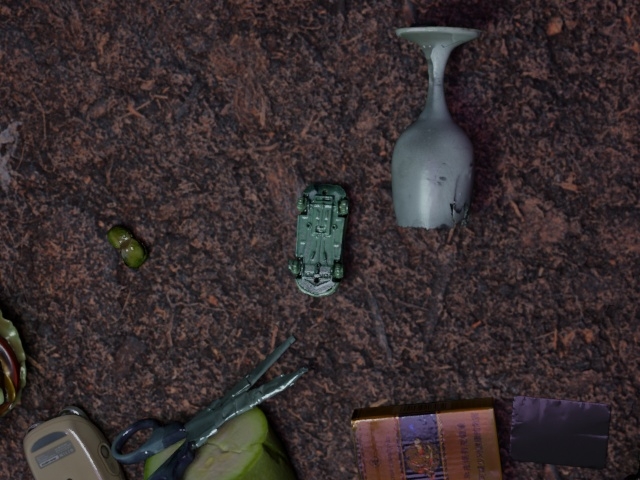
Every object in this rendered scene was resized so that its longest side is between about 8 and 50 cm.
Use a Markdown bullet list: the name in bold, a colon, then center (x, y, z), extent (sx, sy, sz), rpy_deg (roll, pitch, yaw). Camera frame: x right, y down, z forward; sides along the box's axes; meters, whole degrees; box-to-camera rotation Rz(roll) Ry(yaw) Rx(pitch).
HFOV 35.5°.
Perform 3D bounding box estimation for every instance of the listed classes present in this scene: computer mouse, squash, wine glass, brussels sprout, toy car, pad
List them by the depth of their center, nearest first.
- **wine glass**: center (0.175, -0.175, 1.547), extent (0.143, 0.143, 0.321), rpy_deg (4, 98, 9)
- **pad**: center (0.391, 0.315, 1.637), extent (0.157, 0.003, 0.112), rpy_deg (4, 97, 9)
- **toy car**: center (0.000, 0.000, 1.639), extent (0.093, 0.058, 0.186), rpy_deg (4, 86, 10)
- **brussels sprout**: center (-0.331, 0.009, 1.702), extent (0.083, 0.051, 0.046), rpy_deg (45, 63, 2)
- **squash**: center (-0.137, 0.481, 1.721), extent (0.233, 0.210, 0.309), rpy_deg (-20, 122, 10)
- **computer mouse**: center (-0.423, 0.411, 1.749), extent (0.145, 0.082, 0.237), rpy_deg (-29, 89, 13)

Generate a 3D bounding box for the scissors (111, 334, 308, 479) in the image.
- **scissors**: center (-0.183, 0.296, 1.658), extent (0.383, 0.256, 0.029), rpy_deg (-39, 121, -1)

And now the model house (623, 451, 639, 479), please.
- **model house**: center (0.565, 0.337, 1.530), extent (0.141, 0.164, 0.203), rpy_deg (32, 103, 10)

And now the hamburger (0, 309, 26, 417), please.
- **hamburger**: center (-0.633, 0.218, 1.696), extent (0.274, 0.212, 0.275), rpy_deg (3, 105, 10)

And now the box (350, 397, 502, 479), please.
- **box**: center (0.176, 0.348, 1.646), extent (0.237, 0.070, 0.152), rpy_deg (-7, 96, 12)
